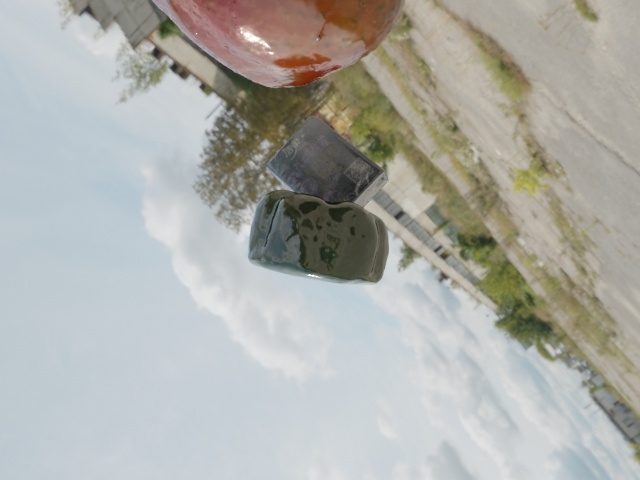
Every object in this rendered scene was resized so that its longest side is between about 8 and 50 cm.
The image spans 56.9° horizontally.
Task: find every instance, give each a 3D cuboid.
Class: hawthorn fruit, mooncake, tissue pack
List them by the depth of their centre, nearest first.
[{"bbox_3d":[-0.074,-0.273,0.536,0.300,0.254,0.254,-5,-132,-38],"label":"hawthorn fruit"},{"bbox_3d":[0.000,0.000,0.736,0.175,0.104,0.168,13,174,-13],"label":"mooncake"},{"bbox_3d":[0.008,-0.101,0.875,0.156,0.112,0.051,43,179,25],"label":"tissue pack"}]
